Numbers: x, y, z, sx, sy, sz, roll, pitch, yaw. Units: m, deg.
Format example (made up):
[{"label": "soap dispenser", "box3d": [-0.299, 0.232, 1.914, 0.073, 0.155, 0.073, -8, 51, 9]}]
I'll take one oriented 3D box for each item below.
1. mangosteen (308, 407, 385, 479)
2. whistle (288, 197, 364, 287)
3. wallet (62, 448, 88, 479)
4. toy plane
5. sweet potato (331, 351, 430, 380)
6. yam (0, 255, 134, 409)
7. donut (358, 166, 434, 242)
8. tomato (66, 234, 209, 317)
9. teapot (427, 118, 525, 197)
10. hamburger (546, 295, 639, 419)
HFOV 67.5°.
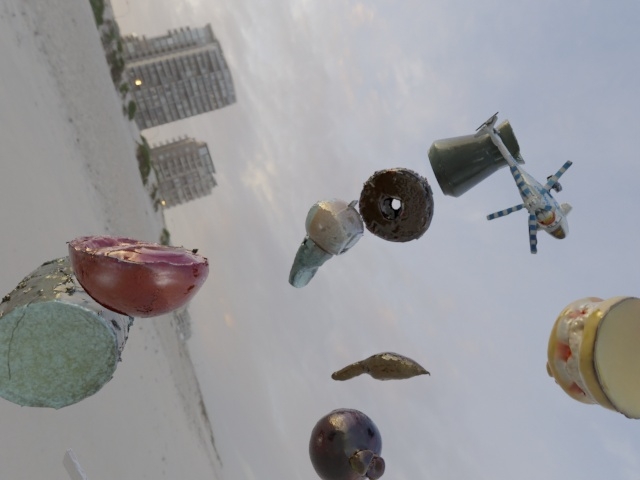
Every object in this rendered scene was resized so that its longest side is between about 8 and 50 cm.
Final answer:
[{"label": "mangosteen", "box3d": [0.055, 0.402, 0.921, 0.152, 0.153, 0.152, 50, -27, 37]}, {"label": "whistle", "box3d": [0.000, 0.000, 1.456, 0.347, 0.189, 0.189, -53, -126, 23]}, {"label": "wallet", "box3d": [-0.499, 0.467, 0.972, 0.083, 0.011, 0.044, 43, -65, 25]}, {"label": "toy plane", "box3d": [0.409, -0.117, 0.980, 0.273, 0.107, 0.182, 51, -59, 34]}, {"label": "sweet potato", "box3d": [0.149, 0.328, 1.245, 0.270, 0.075, 0.074, -11, -76, 26]}, {"label": "yam", "box3d": [-0.472, 0.158, 0.898, 0.348, 0.241, 0.240, 21, -49, 69]}, {"label": "donut", "box3d": [0.256, -0.119, 1.603, 0.270, 0.103, 0.269, 9, -71, 26]}, {"label": "tomato", "box3d": [-0.249, 0.052, 0.652, 0.189, 0.173, 0.099, 11, -84, 37]}, {"label": "teapot", "box3d": [0.426, -0.235, 1.322, 0.171, 0.225, 0.203, 59, 23, -26]}, {"label": "hamburger", "box3d": [0.674, 0.270, 1.108, 0.303, 0.260, 0.186, 28, -15, -10]}]
